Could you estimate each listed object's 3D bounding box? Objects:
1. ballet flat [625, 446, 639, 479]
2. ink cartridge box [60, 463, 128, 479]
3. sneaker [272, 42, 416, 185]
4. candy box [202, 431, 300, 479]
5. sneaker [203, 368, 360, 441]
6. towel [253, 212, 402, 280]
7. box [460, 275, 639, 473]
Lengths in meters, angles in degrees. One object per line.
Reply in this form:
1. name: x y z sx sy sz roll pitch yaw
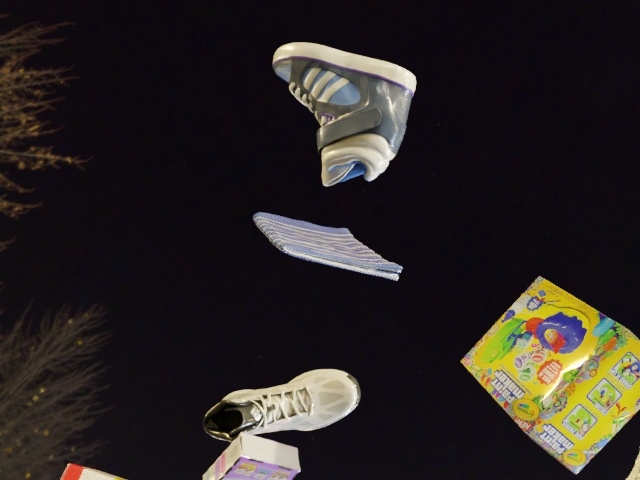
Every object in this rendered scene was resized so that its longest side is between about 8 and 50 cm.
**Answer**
1. ballet flat: 0.395 0.379 0.651 0.146 0.147 0.410 15 -79 17
2. ink cartridge box: -0.286 0.378 0.795 0.230 0.078 0.134 15 -27 6
3. sneaker: 0.008 -0.230 1.074 0.322 0.130 0.237 20 -90 29
4. candy box: -0.173 0.572 1.384 0.164 0.070 0.196 26 -63 -26
5. sneaker: -0.114 0.483 1.573 0.446 0.257 0.169 -15 -97 10
6. towel: 0.000 0.000 1.165 0.243 0.336 0.040 13 -82 -19
7. box: 0.512 0.276 1.221 0.177 0.290 0.279 40 -86 -20
